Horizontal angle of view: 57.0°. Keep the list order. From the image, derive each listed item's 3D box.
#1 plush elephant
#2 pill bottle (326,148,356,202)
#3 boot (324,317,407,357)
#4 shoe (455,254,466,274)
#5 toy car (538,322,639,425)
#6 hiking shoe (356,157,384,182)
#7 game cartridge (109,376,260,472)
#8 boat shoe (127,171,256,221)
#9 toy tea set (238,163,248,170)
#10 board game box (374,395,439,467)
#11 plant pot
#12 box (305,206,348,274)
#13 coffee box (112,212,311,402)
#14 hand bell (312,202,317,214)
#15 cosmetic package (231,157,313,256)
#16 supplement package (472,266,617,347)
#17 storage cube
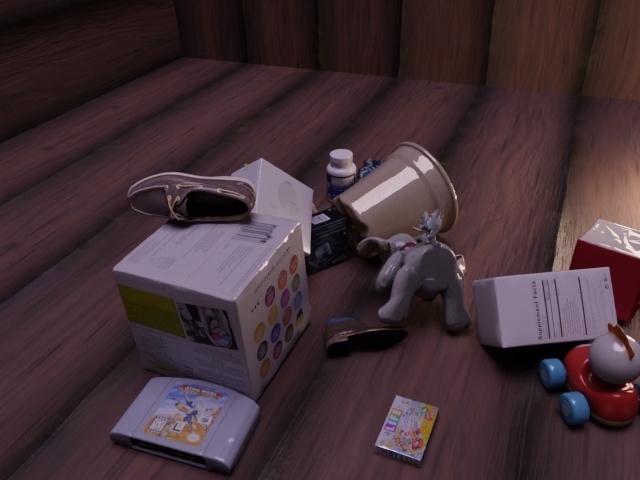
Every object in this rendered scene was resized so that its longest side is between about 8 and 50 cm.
[{"bbox_3d":[0.249,0.078,1.649,0.272,0.329,0.255,1,1,-19],"label":"plush elephant"},{"bbox_3d":[0.079,-0.240,2.206,0.112,0.186,0.112,-1,33,1],"label":"pill bottle"},{"bbox_3d":[0.114,0.236,1.566,0.220,0.082,0.106,-9,36,-6],"label":"boot"},{"bbox_3d":[0.342,0.090,1.799,0.219,0.058,0.076,-12,34,-15],"label":"shoe"},{"bbox_3d":[0.650,0.272,1.336,0.220,0.237,0.210,-5,33,-5],"label":"toy car"},{"bbox_3d":[0.214,-0.236,2.260,0.132,0.113,0.304,5,34,13],"label":"hiking shoe"},{"bbox_3d":[-0.301,0.409,1.351,0.298,0.062,0.198,8,38,16],"label":"game cartridge"},{"bbox_3d":[-0.325,-0.099,1.470,0.325,0.116,0.096,0,30,-3],"label":"boat shoe"},{"bbox_3d":[-0.253,-0.204,2.226,0.200,0.124,0.336,-19,36,-23],"label":"toy tea set"},{"bbox_3d":[0.195,0.424,1.321,0.104,0.026,0.154,11,35,21],"label":"board game box"},{"bbox_3d":[0.216,-0.105,1.914,0.306,0.333,0.334,-30,41,-18],"label":"plant pot"},{"bbox_3d":[0.000,0.000,1.865,0.156,0.158,0.093,-21,35,-25],"label":"box"},{"bbox_3d":[-0.252,0.144,1.497,0.339,0.334,0.337,10,36,22],"label":"coffee box"},{"bbox_3d":[-0.131,-0.048,2.023,0.242,0.126,0.126,-26,38,-13],"label":"hand bell"},{"bbox_3d":[-0.146,-0.076,1.715,0.138,0.224,0.224,-22,54,36],"label":"cosmetic package"},{"bbox_3d":[0.562,0.171,1.500,0.293,0.175,0.177,-5,-6,-4],"label":"supplement package"},{"bbox_3d":[0.821,0.079,1.651,0.215,0.193,0.184,23,34,34],"label":"storage cube"}]
